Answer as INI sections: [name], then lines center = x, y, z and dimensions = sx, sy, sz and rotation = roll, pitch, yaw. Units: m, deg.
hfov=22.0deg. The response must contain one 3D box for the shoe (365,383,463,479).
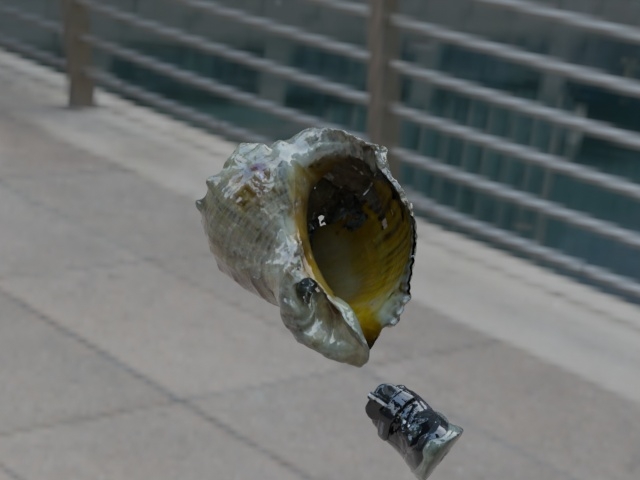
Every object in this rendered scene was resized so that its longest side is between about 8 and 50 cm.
[shoe]
center = 0.088, 0.189, 1.721
dimensions = 0.099, 0.071, 0.169
rotation = 41, 0, -6

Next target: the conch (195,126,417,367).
[conch]
center = 0.000, 0.000, 1.464
dimensions = 0.163, 0.178, 0.245
rotation = 8, 45, -50
